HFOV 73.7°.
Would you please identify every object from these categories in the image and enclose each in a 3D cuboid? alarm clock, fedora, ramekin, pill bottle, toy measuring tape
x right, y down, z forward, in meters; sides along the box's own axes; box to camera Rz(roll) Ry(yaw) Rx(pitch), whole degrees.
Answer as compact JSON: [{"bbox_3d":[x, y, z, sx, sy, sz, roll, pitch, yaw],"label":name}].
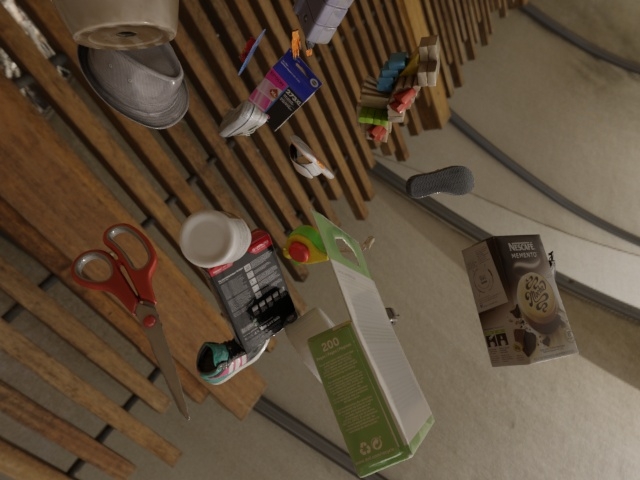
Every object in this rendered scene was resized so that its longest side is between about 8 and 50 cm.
[{"bbox_3d":[0.231,0.318,1.677,0.129,0.192,0.064,-38,-125,22],"label":"alarm clock"},{"bbox_3d":[-0.424,-0.418,1.017,0.124,0.275,0.243,-27,-154,48],"label":"fedora"},{"bbox_3d":[0.014,0.361,1.457,0.135,0.277,0.277,-39,-145,-2],"label":"ramekin"},{"bbox_3d":[-0.245,-0.007,1.053,0.131,0.131,0.229,-27,179,4],"label":"pill bottle"},{"bbox_3d":[0.000,0.000,1.280,0.330,0.121,0.121,-13,-144,40],"label":"toy measuring tape"}]

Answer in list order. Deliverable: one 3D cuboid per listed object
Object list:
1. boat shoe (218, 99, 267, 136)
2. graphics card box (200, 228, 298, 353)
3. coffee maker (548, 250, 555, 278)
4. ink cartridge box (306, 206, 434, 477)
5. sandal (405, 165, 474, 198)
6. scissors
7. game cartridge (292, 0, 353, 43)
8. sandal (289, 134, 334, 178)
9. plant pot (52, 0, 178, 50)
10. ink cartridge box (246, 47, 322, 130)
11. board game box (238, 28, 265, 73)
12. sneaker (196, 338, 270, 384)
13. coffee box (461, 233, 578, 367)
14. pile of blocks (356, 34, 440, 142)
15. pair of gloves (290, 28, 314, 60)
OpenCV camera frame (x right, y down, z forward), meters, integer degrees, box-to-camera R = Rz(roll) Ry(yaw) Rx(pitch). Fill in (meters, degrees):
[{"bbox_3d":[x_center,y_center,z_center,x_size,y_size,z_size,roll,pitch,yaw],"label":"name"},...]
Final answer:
[{"bbox_3d":[-0.213,-0.310,1.147,0.226,0.076,0.083,12,-100,62],"label":"boat shoe"},{"bbox_3d":[-0.230,0.172,1.435,0.233,0.371,0.094,-33,-147,-26],"label":"graphics card box"},{"bbox_3d":[0.739,0.104,1.535,0.178,0.171,0.120,10,-165,38],"label":"coffee maker"},{"bbox_3d":[0.040,0.097,0.451,0.056,0.171,0.235,-29,-111,13],"label":"ink cartridge box"},{"bbox_3d":[0.380,-0.188,1.357,0.254,0.097,0.054,-6,-168,-21],"label":"sandal"},{"bbox_3d":[-0.222,0.087,0.561,0.109,0.021,0.297,-39,-115,-23],"label":"scissors"},{"bbox_3d":[-0.006,-0.531,0.666,0.068,0.230,0.355,-7,-110,-27],"label":"game cartridge"},{"bbox_3d":[-0.035,-0.231,1.326,0.076,0.265,0.102,-40,-115,10],"label":"sandal"},{"bbox_3d":[-0.391,-0.525,0.792,0.323,0.280,0.323,-9,-168,2],"label":"plant pot"},{"bbox_3d":[-0.154,-0.586,1.698,0.371,0.176,0.069,-22,-152,56],"label":"ink cartridge box"},{"bbox_3d":[-0.237,-0.618,1.384,0.168,0.033,0.133,-45,-160,41],"label":"board game box"},{"bbox_3d":[-0.328,0.393,1.527,0.295,0.178,0.124,-41,-121,-3],"label":"sneaker"},{"bbox_3d":[0.479,0.143,1.041,0.168,0.297,0.119,-3,163,-25],"label":"coffee box"},{"bbox_3d":[0.182,-0.379,1.134,0.362,0.149,0.112,130,-20,-58],"label":"pile of blocks"},{"bbox_3d":[-0.043,-0.492,1.067,0.010,0.074,0.083,34,-131,29],"label":"pair of gloves"}]
